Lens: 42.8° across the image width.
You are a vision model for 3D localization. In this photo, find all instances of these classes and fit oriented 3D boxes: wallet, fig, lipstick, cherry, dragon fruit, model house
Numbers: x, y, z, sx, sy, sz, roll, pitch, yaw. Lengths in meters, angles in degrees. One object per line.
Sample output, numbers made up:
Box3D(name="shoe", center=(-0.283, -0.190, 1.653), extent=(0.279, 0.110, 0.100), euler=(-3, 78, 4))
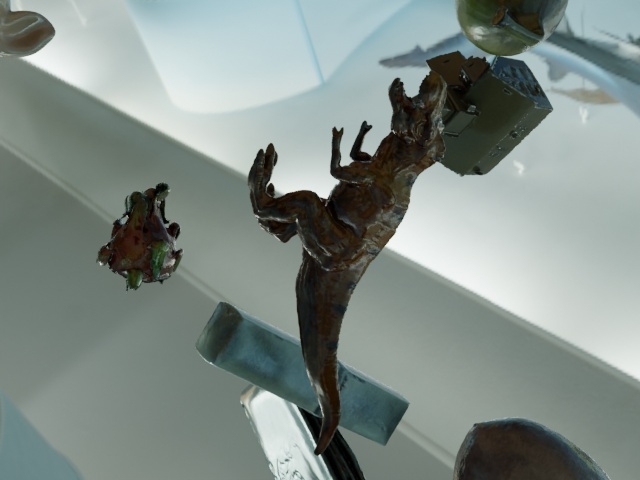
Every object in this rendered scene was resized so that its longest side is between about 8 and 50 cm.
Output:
Box3D(name="wallet", center=(-0.025, 0.317, 1.188), extent=(0.054, 0.251, 0.290), euler=(-19, -105, -26))
Box3D(name="fig", center=(0.244, -0.291, 0.992), extent=(0.142, 0.148, 0.186), euler=(-31, -133, 3))
Box3D(name="lipstick", center=(-0.019, 0.166, 1.007), extent=(0.076, 0.290, 0.077), euler=(-58, -148, -2))
Box3D(name="cherry", center=(0.274, 0.349, 1.044), extent=(0.213, 0.266, 0.184), euler=(-34, 170, 29))
Box3D(name="dragon fruit", center=(-0.287, -0.009, 1.299), extent=(0.138, 0.175, 0.142), euler=(5, -176, -38))
Box3D(name="model house", center=(0.203, -0.218, 1.267), extent=(0.248, 0.181, 0.176), euler=(-2, -124, -44))

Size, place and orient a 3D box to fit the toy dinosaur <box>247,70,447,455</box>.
Box3D(name="toy dinosaur", center=(0.000, 0.000, 0.902), extent=(0.208, 0.432, 0.097), euler=(28, -160, 21))

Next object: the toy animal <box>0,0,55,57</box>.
Box3D(name="toy animal", center=(-0.376, -0.289, 0.780), extent=(0.165, 0.248, 0.149), euler=(5, -161, 34))
